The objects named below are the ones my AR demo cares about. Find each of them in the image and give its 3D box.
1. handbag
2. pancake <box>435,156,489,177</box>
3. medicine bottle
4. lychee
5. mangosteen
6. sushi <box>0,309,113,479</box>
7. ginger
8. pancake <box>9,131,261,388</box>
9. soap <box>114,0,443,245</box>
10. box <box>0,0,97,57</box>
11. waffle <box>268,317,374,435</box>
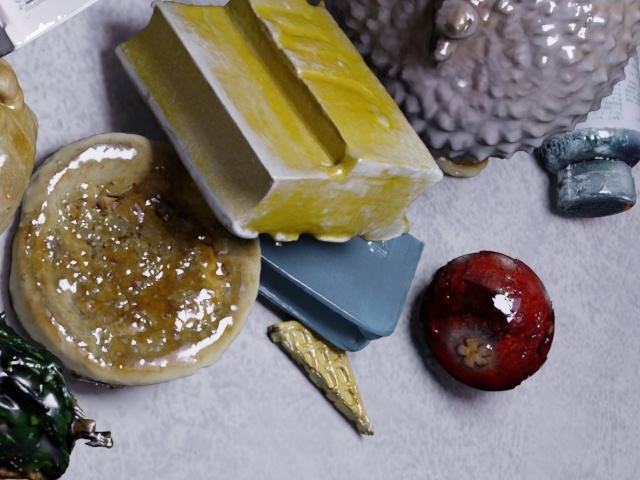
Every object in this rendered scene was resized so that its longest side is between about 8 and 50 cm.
[{"bbox_3d":[0.000,0.000,1.909,0.229,0.062,0.179,36,52,-18],"label":"handbag"},{"bbox_3d":[0.163,-0.152,2.158,0.158,0.028,0.158,18,61,-36],"label":"pancake"},{"bbox_3d":[0.351,-0.181,2.264,0.141,0.141,0.293,13,67,-40],"label":"medicine bottle"},{"bbox_3d":[0.189,-0.282,1.973,0.380,0.380,0.432,60,23,-10],"label":"lychee"},{"bbox_3d":[0.199,0.086,2.032,0.166,0.166,0.180,58,21,-11],"label":"mangosteen"},{"bbox_3d":[-0.322,0.122,1.531,0.287,0.140,0.149,34,62,-31],"label":"sushi"},{"bbox_3d":[-0.326,-0.055,1.588,0.102,0.157,0.216,22,70,4],"label":"ginger"},{"bbox_3d":[-0.180,0.018,1.727,0.282,0.049,0.282,9,66,-21],"label":"pancake"},{"bbox_3d":[-0.045,-0.129,1.805,0.259,0.143,0.281,-3,49,-42],"label":"soap"},{"bbox_3d":[-0.351,-0.223,1.494,0.145,0.333,0.173,-41,108,-42],"label":"box"},{"bbox_3d":[0.002,0.155,1.905,0.097,0.023,0.152,-16,87,-44],"label":"waffle"}]
